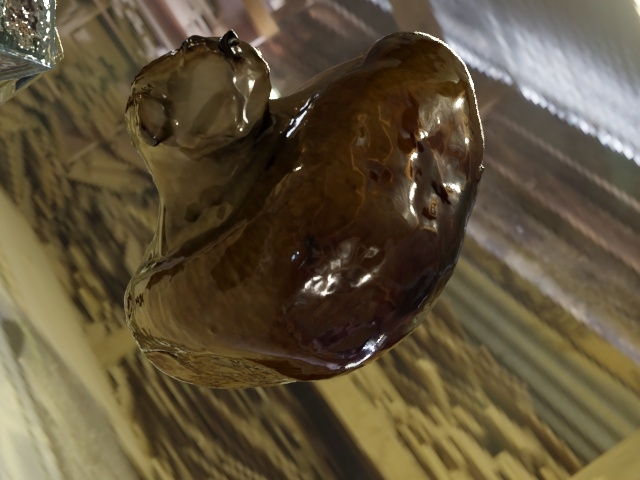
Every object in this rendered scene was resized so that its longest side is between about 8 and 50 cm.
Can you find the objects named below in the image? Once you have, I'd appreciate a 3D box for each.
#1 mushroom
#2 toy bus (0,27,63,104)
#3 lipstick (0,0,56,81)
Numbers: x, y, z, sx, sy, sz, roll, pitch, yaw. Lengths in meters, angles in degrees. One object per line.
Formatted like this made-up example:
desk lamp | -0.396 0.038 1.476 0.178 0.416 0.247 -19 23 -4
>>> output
mushroom | -0.028 -0.038 0.938 0.259 0.345 0.345 45 -5 -7
toy bus | -0.536 -0.309 1.696 0.365 0.177 0.201 20 -42 28
lipstick | -0.269 -0.322 1.046 0.080 0.076 0.371 12 73 -57
